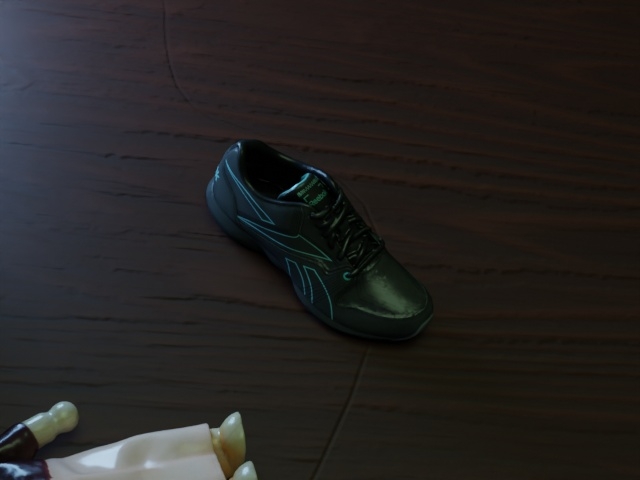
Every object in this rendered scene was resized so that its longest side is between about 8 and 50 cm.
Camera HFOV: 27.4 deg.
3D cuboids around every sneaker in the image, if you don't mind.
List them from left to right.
[{"bbox_3d":[0.000,0.000,1.294,0.267,0.106,0.101,35,55,8],"label":"sneaker"}]

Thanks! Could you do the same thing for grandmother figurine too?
[{"bbox_3d":[-0.227,0.227,1.100,0.342,0.104,0.208,-5,31,-13],"label":"grandmother figurine"}]
